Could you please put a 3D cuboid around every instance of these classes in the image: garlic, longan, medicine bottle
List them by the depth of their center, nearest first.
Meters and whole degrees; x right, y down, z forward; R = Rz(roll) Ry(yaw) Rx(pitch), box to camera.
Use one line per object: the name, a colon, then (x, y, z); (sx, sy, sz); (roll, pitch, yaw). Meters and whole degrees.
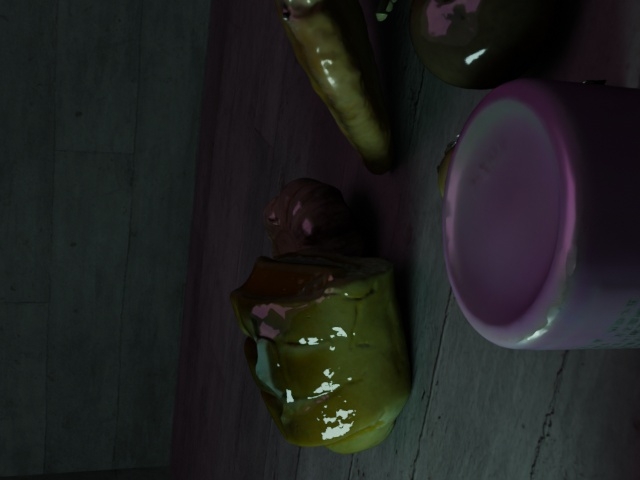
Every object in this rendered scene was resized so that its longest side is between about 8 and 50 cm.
medicine bottle: (0.249, -0.013, 0.592); (0.178, 0.291, 0.178); (-178, 90, -71)
longan: (0.191, -0.266, 0.988); (0.187, 0.167, 0.167); (127, 140, -58)
garlic: (0.000, 0.000, 1.552); (0.245, 0.161, 0.244); (30, 127, 48)

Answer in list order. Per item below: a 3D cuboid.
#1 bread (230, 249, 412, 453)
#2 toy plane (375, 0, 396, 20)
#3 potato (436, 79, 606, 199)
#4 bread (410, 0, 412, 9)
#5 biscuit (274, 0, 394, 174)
bread: (-0.010, 0.193, 1.364); (0.300, 0.210, 0.341); (11, 117, 47)
toy plane: (0.100, -0.423, 1.250); (0.256, 0.104, 0.241); (71, -157, -81)
potato: (0.214, -0.074, 0.942); (0.243, 0.138, 0.098); (122, 140, -61)
bread: (0.171, -0.430, 1.179); (0.092, 0.074, 0.239); (-62, -23, -77)
biscuit: (0.007, -0.363, 1.285); (0.446, 0.104, 0.429); (47, -152, -69)
